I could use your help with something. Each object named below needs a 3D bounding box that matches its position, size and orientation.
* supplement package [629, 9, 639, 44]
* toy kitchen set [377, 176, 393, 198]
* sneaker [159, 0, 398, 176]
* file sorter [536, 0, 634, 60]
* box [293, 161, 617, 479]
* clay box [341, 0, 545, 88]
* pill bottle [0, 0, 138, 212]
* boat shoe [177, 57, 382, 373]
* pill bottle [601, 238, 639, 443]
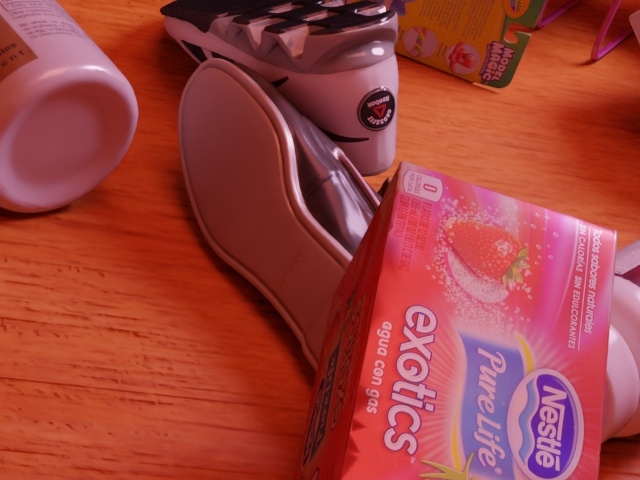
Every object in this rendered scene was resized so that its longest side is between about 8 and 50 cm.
[{"bbox_3d":[0.469,-0.194,1.560,0.293,0.177,0.175,-23,90,-34],"label":"supplement package"},{"bbox_3d":[0.017,-0.012,1.271,0.075,0.083,0.068,17,76,-6],"label":"toy kitchen set"},{"bbox_3d":[-0.038,-0.130,1.375,0.122,0.146,0.330,-18,23,-19],"label":"sneaker"},{"bbox_3d":[0.228,-0.343,1.730,0.291,0.182,0.202,33,35,16],"label":"file sorter"},{"bbox_3d":[0.067,0.127,0.955,0.142,0.154,0.300,18,51,-7],"label":"box"},{"bbox_3d":[0.094,-0.236,1.561,0.222,0.127,0.053,21,35,0],"label":"clay box"},{"bbox_3d":[-0.246,-0.136,1.242,0.131,0.131,0.229,-12,46,-38],"label":"pill bottle"},{"bbox_3d":[0.000,0.000,1.219,0.095,0.112,0.335,10,37,-46],"label":"boat shoe"},{"bbox_3d":[0.225,0.070,1.212,0.121,0.121,0.221,39,38,24],"label":"pill bottle"}]
